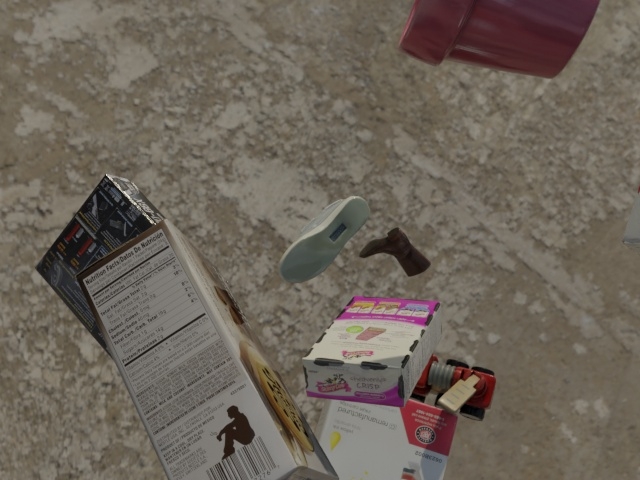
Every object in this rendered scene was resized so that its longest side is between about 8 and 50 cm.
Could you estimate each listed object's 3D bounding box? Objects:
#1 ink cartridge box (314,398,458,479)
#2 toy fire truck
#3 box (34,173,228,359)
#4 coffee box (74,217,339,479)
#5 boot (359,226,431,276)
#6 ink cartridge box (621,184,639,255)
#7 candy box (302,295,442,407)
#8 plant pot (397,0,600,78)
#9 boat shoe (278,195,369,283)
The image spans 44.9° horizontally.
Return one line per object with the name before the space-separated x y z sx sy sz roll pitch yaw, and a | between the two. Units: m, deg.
ink cartridge box | 0.104 0.523 1.654 0.279 0.160 0.384 18 72 -1
toy fire truck | 0.275 0.322 1.736 0.217 0.246 0.158 14 71 18
box | -0.359 0.065 1.450 0.307 0.242 0.076 43 11 18
coffee box | -0.118 0.145 0.811 0.119 0.168 0.297 -33 64 0
boot | 0.149 0.039 1.535 0.114 0.106 0.037 47 29 -25
ink cartridge box | 0.359 -0.014 0.714 0.150 0.063 0.109 29 76 -30
candy box | 0.089 0.170 1.234 0.159 0.071 0.233 2 21 24
plant pot | 0.205 -0.275 0.872 0.180 0.201 0.201 22 56 -2
boat shoe | 0.000 -0.001 1.512 0.227 0.081 0.079 -43 108 -17
